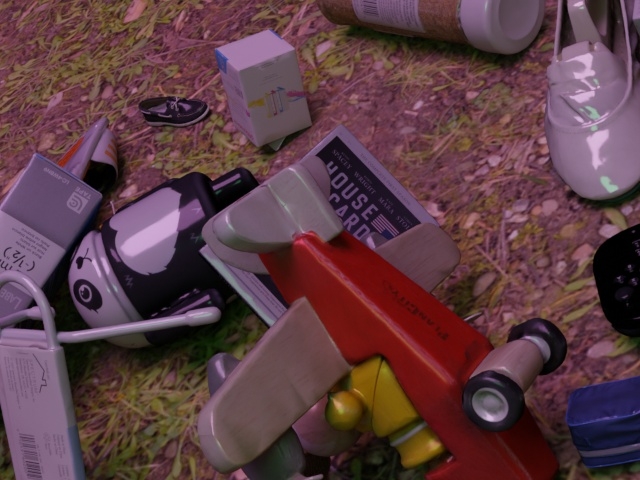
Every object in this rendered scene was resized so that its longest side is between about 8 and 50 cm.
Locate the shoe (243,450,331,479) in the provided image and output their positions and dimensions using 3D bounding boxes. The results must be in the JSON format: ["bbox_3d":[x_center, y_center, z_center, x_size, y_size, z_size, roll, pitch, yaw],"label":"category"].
[{"bbox_3d":[-0.084,0.287,1.592,0.219,0.076,0.058,-40,42,-5],"label":"shoe"}]

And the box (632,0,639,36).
[{"bbox_3d":[0.441,-0.268,1.788,0.102,0.101,0.087,-10,43,29],"label":"box"}]

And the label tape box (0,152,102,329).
[{"bbox_3d":[-0.428,0.085,1.925,0.347,0.115,0.249,-57,3,-22],"label":"label tape box"}]

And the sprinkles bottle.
[{"bbox_3d":[0.146,-0.342,2.075,0.355,0.121,0.121,19,62,47],"label":"sprinkles bottle"}]

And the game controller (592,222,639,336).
[{"bbox_3d":[0.438,-0.002,1.528,0.319,0.067,0.166,-22,39,15],"label":"game controller"}]

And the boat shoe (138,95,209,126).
[{"bbox_3d":[-0.225,-0.202,2.267,0.125,0.038,0.046,2,50,38],"label":"boat shoe"}]

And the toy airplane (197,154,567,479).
[{"bbox_3d":[0.024,0.105,1.500,0.272,0.386,0.384,-58,34,36],"label":"toy airplane"}]

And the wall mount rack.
[{"bbox_3d":[-0.248,0.191,1.689,0.304,0.350,0.130,0,14,40],"label":"wall mount rack"}]

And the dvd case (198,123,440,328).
[{"bbox_3d":[0.000,0.000,1.787,0.239,0.179,0.029,-43,-4,-11],"label":"dvd case"}]

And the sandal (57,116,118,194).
[{"bbox_3d":[-0.350,-0.087,2.202,0.102,0.076,0.265,-40,20,25],"label":"sandal"}]

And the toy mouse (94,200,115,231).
[{"bbox_3d":[-0.265,0.007,2.072,0.143,0.031,0.161,-4,47,34],"label":"toy mouse"}]

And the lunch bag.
[{"bbox_3d":[0.294,0.179,1.439,0.098,0.065,0.067,-14,26,27],"label":"lunch bag"}]

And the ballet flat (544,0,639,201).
[{"bbox_3d":[0.326,-0.218,1.798,0.139,0.139,0.400,-14,41,24],"label":"ballet flat"}]

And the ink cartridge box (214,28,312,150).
[{"bbox_3d":[-0.078,-0.207,2.090,0.090,0.143,0.092,-24,35,-15],"label":"ink cartridge box"}]

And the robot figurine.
[{"bbox_3d":[-0.186,0.020,1.878,0.278,0.173,0.209,-29,5,6],"label":"robot figurine"}]
